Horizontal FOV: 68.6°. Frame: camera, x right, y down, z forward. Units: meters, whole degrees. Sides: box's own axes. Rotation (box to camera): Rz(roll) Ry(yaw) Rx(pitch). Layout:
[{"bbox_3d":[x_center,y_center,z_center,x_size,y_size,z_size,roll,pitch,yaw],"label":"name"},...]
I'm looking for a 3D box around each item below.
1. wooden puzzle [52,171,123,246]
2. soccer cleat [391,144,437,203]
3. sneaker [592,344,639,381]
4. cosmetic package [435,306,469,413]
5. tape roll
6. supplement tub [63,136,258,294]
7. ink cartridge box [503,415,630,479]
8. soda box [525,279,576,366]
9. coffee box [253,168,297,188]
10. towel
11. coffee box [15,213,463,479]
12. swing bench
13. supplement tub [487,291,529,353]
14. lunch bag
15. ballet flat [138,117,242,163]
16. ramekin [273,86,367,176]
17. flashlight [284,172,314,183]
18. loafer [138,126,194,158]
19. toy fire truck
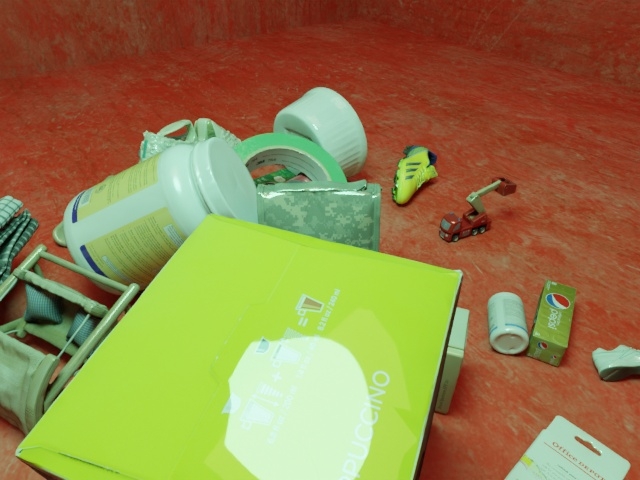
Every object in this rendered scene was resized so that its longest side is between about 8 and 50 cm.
[{"bbox_3d":[-0.467,-0.095,1.240,0.348,0.080,0.322,5,37,6],"label":"wooden puzzle"},{"bbox_3d":[0.283,-0.197,1.378,0.121,0.093,0.289,17,40,10],"label":"soccer cleat"},{"bbox_3d":[0.576,0.218,0.855,0.152,0.053,0.061,0,34,1],"label":"sneaker"},{"bbox_3d":[0.087,0.172,0.823,0.309,0.160,0.113,11,38,15],"label":"cosmetic package"},{"bbox_3d":[-0.092,-0.116,1.157,0.321,0.077,0.321,6,63,-12],"label":"tape roll"},{"bbox_3d":[-0.310,-0.049,0.959,0.331,0.241,0.241,-22,35,13],"label":"supplement tub"},{"bbox_3d":[0.331,0.354,0.657,0.198,0.067,0.115,-29,46,-31],"label":"ink cartridge box"},{"bbox_3d":[0.458,0.159,0.927,0.061,0.058,0.181,19,41,22],"label":"soda box"},{"bbox_3d":[-0.144,-0.146,1.344,0.184,0.040,0.113,-25,43,-31],"label":"coffee box"},{"bbox_3d":[-0.720,0.056,0.939,0.284,0.121,0.235,-25,33,13],"label":"towel"},{"bbox_3d":[-0.044,0.220,0.573,0.338,0.334,0.337,14,48,17],"label":"coffee box"},{"bbox_3d":[-0.482,0.170,0.814,0.253,0.165,0.254,17,40,20],"label":"swing bench"},{"bbox_3d":[0.364,0.161,0.914,0.071,0.071,0.107,9,38,11],"label":"supplement tub"},{"bbox_3d":[0.000,0.000,0.946,0.235,0.287,0.169,0,37,1],"label":"lunch bag"},{"bbox_3d":[-0.362,-0.292,1.386,0.147,0.147,0.409,17,26,21],"label":"ballet flat"},{"bbox_3d":[-0.011,-0.280,1.343,0.135,0.277,0.277,-35,49,-27],"label":"ramekin"},{"bbox_3d":[-0.117,-0.094,1.233,0.304,0.103,0.103,-30,85,-31],"label":"flashlight"},{"bbox_3d":[-0.459,-0.294,1.527,0.267,0.084,0.096,-30,77,-29],"label":"loafer"},{"bbox_3d":[0.393,-0.080,1.182,0.192,0.135,0.047,-15,39,-20],"label":"toy fire truck"}]
